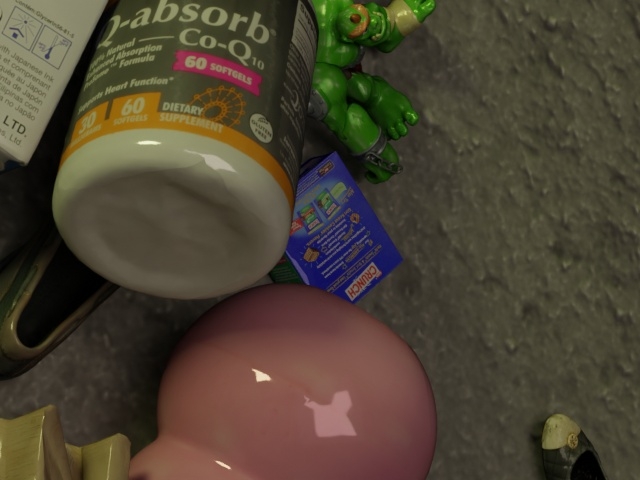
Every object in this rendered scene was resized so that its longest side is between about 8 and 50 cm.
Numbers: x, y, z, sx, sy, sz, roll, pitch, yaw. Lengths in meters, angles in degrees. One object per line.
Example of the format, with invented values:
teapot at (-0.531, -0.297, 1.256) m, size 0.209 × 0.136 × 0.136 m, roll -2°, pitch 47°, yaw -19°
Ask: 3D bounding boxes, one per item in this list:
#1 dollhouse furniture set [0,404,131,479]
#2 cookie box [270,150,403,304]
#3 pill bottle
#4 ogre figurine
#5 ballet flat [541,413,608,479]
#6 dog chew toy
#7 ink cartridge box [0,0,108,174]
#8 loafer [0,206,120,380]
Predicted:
dollhouse furniture set at (-0.347, 0.267, 1.186) m, size 0.362 × 0.256 × 0.394 m, roll 28°, pitch 53°, yaw -40°
cookie box at (0.000, 0.000, 1.529) m, size 0.092 × 0.040 × 0.107 m, roll -40°, pitch 106°, yaw -30°
pill bottle at (-0.085, -0.110, 1.350) m, size 0.162 × 0.162 × 0.278 m, roll 30°, pitch 46°, yaw -27°
ogre figurine at (0.024, -0.153, 1.535) m, size 0.118 × 0.097 × 0.197 m, roll 15°, pitch 92°, yaw -49°
ballet flat at (0.236, 0.224, 1.651) m, size 0.057 × 0.049 × 0.173 m, roll -31°, pitch 102°, yaw -32°
dog chew toy at (-0.058, 0.198, 1.385) m, size 0.206 × 0.206 × 0.332 m, roll 37°, pitch 75°, yaw -24°
ink cartridge box at (-0.251, -0.272, 1.331) m, size 0.270 × 0.151 × 0.395 m, roll 33°, pitch 70°, yaw -26°
loafer at (-0.155, -0.004, 1.403) m, size 0.096 × 0.084 × 0.267 m, roll 47°, pitch 63°, yaw -20°
